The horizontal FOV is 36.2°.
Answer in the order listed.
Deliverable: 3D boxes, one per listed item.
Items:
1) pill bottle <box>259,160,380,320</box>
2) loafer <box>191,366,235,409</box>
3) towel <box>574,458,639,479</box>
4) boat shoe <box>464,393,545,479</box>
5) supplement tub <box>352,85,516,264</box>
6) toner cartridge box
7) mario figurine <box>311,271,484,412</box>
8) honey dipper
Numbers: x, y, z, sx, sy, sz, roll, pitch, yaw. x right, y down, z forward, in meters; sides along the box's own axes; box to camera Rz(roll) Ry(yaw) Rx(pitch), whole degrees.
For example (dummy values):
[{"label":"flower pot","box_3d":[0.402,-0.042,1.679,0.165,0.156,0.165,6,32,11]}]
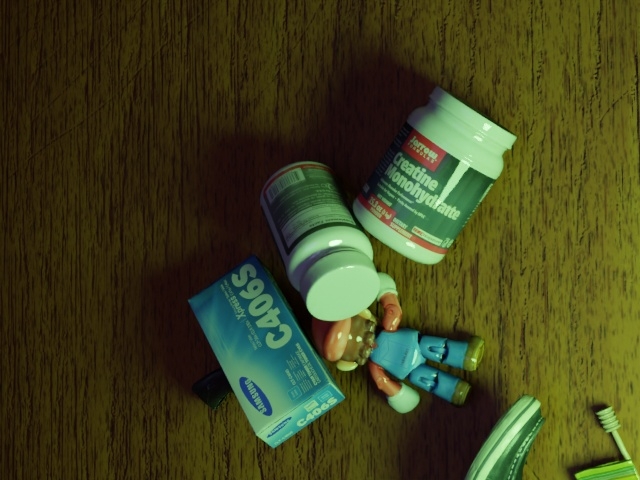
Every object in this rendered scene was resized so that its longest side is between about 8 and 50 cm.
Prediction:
[{"label":"pill bottle","box_3d":[0.000,0.000,1.775,0.161,0.161,0.283,-42,44,19]},{"label":"loafer","box_3d":[-0.154,0.268,1.952,0.220,0.080,0.078,-34,86,24]},{"label":"towel","box_3d":[0.511,0.487,1.627,0.102,0.021,0.237,-24,83,29]},{"label":"boat shoe","box_3d":[0.297,0.498,1.664,0.155,0.186,0.501,21,102,20]},{"label":"supplement tub","box_3d":[0.199,-0.113,1.724,0.191,0.191,0.272,38,104,22]},{"label":"toner cartridge box","box_3d":[-0.108,0.200,1.838,0.165,0.075,0.348,-36,51,2]},{"label":"mario figurine","box_3d":[0.137,0.188,1.805,0.320,0.170,0.198,20,60,15]},{"label":"honey dipper","box_3d":[0.510,0.358,1.643,0.030,0.030,0.161,-27,78,23]}]
